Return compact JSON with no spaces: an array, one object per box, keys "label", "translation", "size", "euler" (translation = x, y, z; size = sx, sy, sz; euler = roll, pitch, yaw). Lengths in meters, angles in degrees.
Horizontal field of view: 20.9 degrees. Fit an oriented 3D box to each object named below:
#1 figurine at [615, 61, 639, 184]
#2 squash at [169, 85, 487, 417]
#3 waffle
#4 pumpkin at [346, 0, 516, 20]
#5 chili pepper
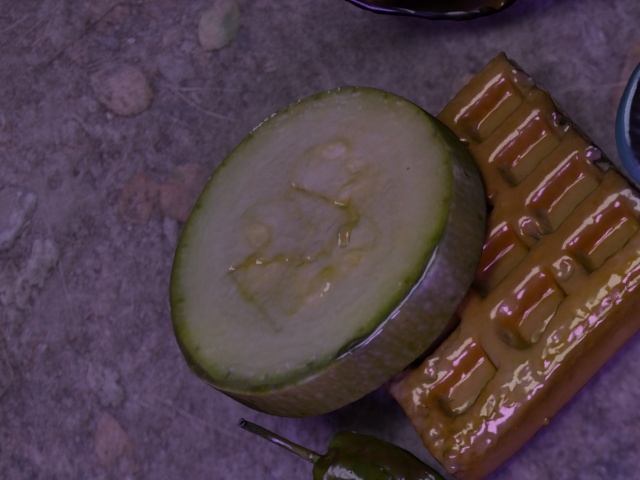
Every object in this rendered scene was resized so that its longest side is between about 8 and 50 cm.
[{"label":"figurine","translation":[0.300,-0.077,1.075],"size":[0.245,0.110,0.138],"euler":[11,63,40]},{"label":"squash","translation":[0.000,0.000,1.237],"size":[0.252,0.049,0.252],"euler":[-22,52,30]},{"label":"waffle","translation":[0.118,0.015,1.203],"size":[0.221,0.055,0.248],"euler":[-45,44,10]},{"label":"pumpkin","translation":[0.084,-0.310,1.291],"size":[0.303,0.256,0.225],"euler":[7,63,17]},{"label":"chili pepper","translation":[0.044,0.171,1.160],"size":[0.072,0.073,0.204],"euler":[-43,54,-14]}]
